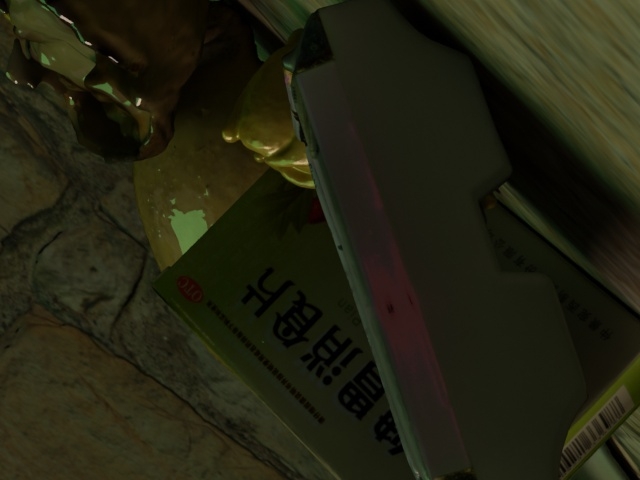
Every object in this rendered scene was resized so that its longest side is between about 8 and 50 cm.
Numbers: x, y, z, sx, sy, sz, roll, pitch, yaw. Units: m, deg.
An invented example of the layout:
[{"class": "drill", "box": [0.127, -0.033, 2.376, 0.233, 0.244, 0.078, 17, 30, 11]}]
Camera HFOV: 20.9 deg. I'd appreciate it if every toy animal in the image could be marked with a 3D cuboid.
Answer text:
[{"class": "toy animal", "box": [0.029, -0.056, 0.978, 0.159, 0.083, 0.070, 29, 179, 28]}]

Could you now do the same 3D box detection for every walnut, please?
[{"class": "walnut", "box": [-0.150, -0.169, 1.079, 0.238, 0.141, 0.204, 48, 164, -14]}]

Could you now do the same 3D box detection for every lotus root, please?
[{"class": "lotus root", "box": [-0.048, -0.014, 1.199, 0.131, 0.146, 0.303, -62, -42, -64]}]

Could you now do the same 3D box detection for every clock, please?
[{"class": "clock", "box": [0.054, 0.014, 0.827, 0.186, 0.083, 0.253, 84, 168, -83]}]

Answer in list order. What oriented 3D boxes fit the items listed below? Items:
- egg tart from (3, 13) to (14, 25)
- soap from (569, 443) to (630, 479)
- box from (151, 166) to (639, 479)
[{"class": "egg tart", "box": [-0.217, -0.217, 1.365, 0.315, 0.120, 0.315, 44, 177, 2]}, {"class": "soap", "box": [0.212, 0.190, 1.491, 0.114, 0.063, 0.198, 44, 176, 37]}, {"class": "box", "box": [0.047, 0.050, 0.997, 0.260, 0.175, 0.062, 43, 176, 32]}]
